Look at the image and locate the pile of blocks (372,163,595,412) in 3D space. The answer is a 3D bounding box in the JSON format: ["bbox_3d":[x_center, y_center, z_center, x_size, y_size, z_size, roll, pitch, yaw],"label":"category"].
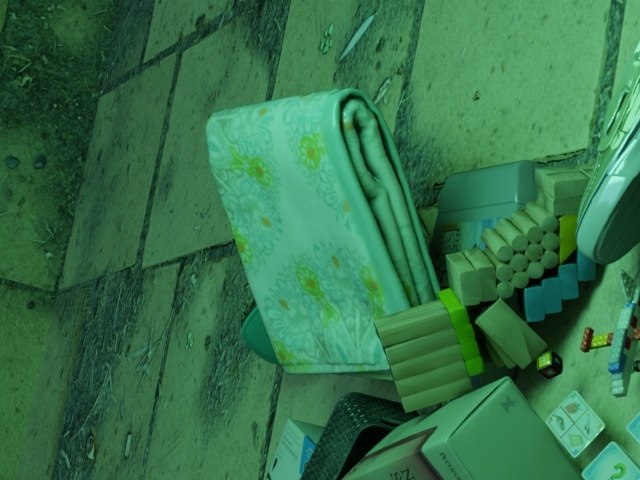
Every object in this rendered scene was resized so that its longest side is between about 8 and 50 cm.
[{"bbox_3d":[0.213,0.049,1.809,0.362,0.149,0.112,-41,15,5],"label":"pile of blocks"}]

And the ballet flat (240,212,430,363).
[{"bbox_3d":[0.035,0.018,2.180,0.182,0.164,0.483,-51,3,-36],"label":"ballet flat"}]

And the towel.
[{"bbox_3d":[0.000,0.000,1.974,0.320,0.090,0.374,-4,107,53],"label":"towel"}]

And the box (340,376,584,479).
[{"bbox_3d":[0.153,0.273,1.753,0.127,0.148,0.232,-38,2,-37],"label":"box"}]

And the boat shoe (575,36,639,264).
[{"bbox_3d":[0.348,-0.120,1.663,0.094,0.109,0.302,36,104,38],"label":"boat shoe"}]

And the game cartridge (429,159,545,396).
[{"bbox_3d":[0.199,0.048,1.950,0.198,0.062,0.297,-13,64,66],"label":"game cartridge"}]

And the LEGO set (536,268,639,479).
[{"bbox_3d":[0.306,0.148,1.623,0.182,0.060,0.244,-48,30,8],"label":"LEGO set"}]

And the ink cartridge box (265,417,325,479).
[{"bbox_3d":[-0.020,0.371,2.159,0.148,0.086,0.203,34,105,63],"label":"ink cartridge box"}]

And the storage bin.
[{"bbox_3d":[0.057,0.298,2.003,0.180,0.122,0.084,-66,27,16],"label":"storage bin"}]
